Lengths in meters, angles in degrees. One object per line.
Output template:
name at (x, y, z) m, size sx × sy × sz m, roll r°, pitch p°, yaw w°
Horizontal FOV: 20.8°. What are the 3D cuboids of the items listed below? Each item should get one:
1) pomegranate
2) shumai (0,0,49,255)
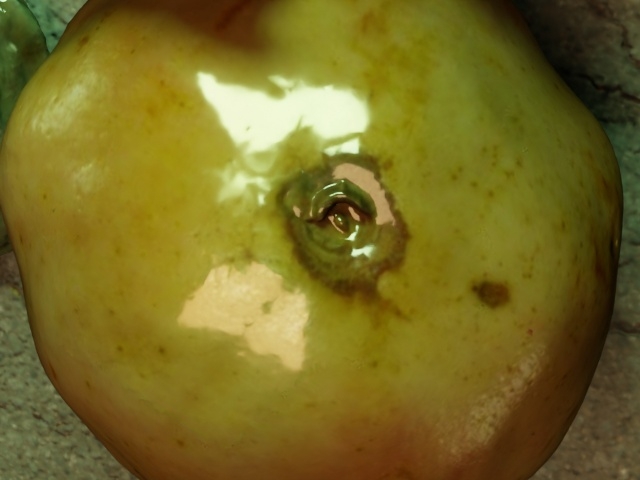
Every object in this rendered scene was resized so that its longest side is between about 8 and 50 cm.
pomegranate at (0.000, 0.000, 1.124) m, size 0.411 × 0.411 × 0.411 m, roll 9°, pitch 115°, yaw 20°
shumai at (-0.374, -0.080, 1.298) m, size 0.309 × 0.263 × 0.304 m, roll -23°, pitch 99°, yaw 29°
